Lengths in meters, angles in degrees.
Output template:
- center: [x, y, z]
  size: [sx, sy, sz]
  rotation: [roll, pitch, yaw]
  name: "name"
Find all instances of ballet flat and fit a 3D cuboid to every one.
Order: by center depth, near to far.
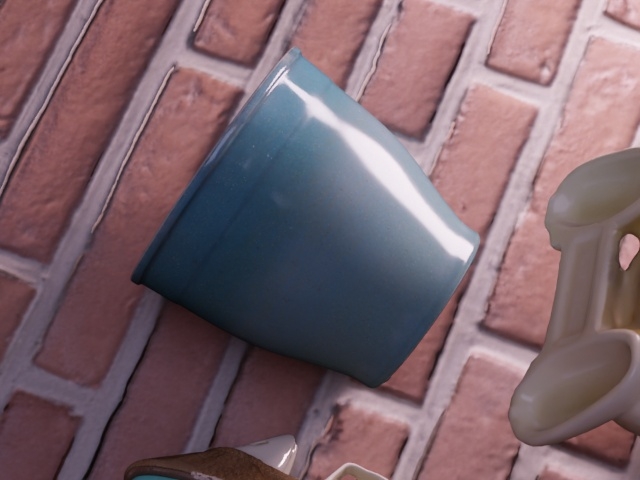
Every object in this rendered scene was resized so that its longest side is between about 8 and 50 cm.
- center: [-0.010, 0.254, 1.426]
  size: [0.342, 0.116, 0.124]
  rotation: [20, 50, 8]
  name: "ballet flat"

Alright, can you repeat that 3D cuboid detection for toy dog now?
- center: [0.436, 0.086, 1.353]
  size: [0.408, 0.395, 0.284]
  rotation: [27, 52, -24]
  name: "toy dog"

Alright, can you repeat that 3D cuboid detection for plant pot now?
- center: [0.000, 0.000, 1.446]
  size: [0.255, 0.271, 0.271]
  rotation: [36, 73, -2]
  name: "plant pot"
